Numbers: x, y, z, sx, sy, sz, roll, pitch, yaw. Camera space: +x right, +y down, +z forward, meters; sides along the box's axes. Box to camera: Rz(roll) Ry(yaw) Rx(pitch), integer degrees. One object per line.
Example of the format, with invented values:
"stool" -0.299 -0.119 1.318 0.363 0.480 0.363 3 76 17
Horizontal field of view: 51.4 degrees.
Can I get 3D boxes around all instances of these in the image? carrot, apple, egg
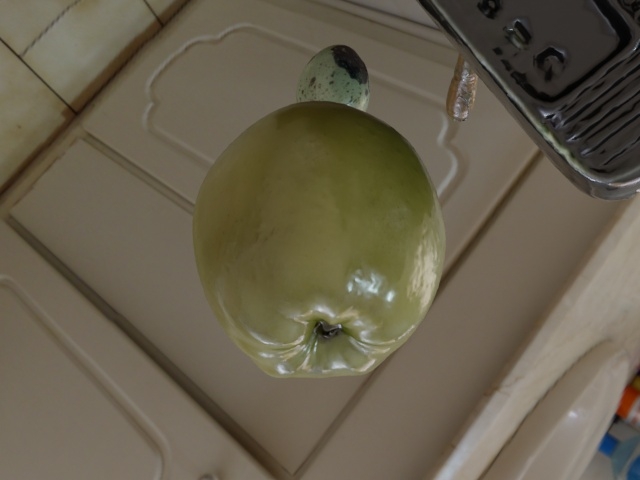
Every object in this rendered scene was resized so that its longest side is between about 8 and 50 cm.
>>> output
"carrot" 0.227 -0.287 1.018 0.049 0.049 0.254 -38 148 -27
"apple" 0.000 0.000 0.488 0.200 0.200 0.200 -32 138 -33
"egg" 0.016 -0.173 0.763 0.085 0.085 0.110 41 63 -56

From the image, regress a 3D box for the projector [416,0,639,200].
"projector" 0.186 -0.254 0.517 0.242 0.395 0.405 -38 175 22
